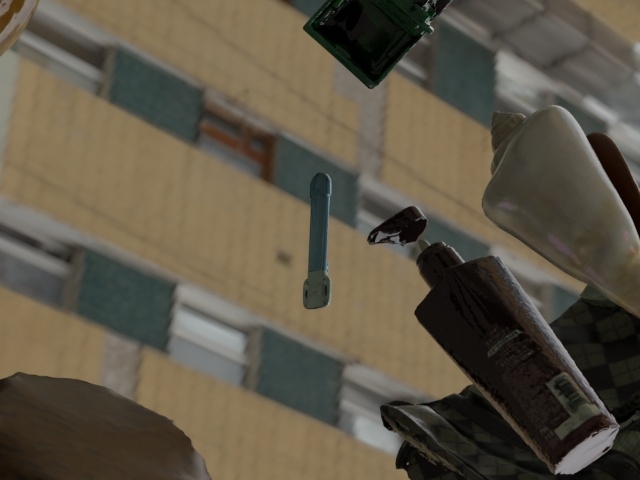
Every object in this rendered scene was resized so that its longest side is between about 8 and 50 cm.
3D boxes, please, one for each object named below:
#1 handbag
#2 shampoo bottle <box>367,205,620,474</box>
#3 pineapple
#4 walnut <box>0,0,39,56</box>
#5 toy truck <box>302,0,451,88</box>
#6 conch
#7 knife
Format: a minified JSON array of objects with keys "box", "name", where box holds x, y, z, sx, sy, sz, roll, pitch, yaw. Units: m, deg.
[{"box":[0.286,0.134,1.607,0.416,0.180,0.317,-37,-145,-21],"name":"handbag"},{"box":[0.125,0.068,1.284,0.236,0.068,0.067,53,-43,27],"name":"shampoo bottle"},{"box":[-0.132,0.180,0.707,0.128,0.128,0.248,52,-55,52],"name":"pineapple"},{"box":[-0.355,-0.193,1.374,0.298,0.203,0.203,-30,-138,8],"name":"walnut"},{"box":[0.043,-0.153,1.110,0.079,0.065,0.147,-47,-174,15],"name":"toy truck"},{"box":[0.180,-0.026,1.180,0.176,0.104,0.094,35,-83,22],"name":"conch"},{"box":[0.000,0.000,1.185,0.027,0.010,0.096,-11,-108,46],"name":"knife"}]
